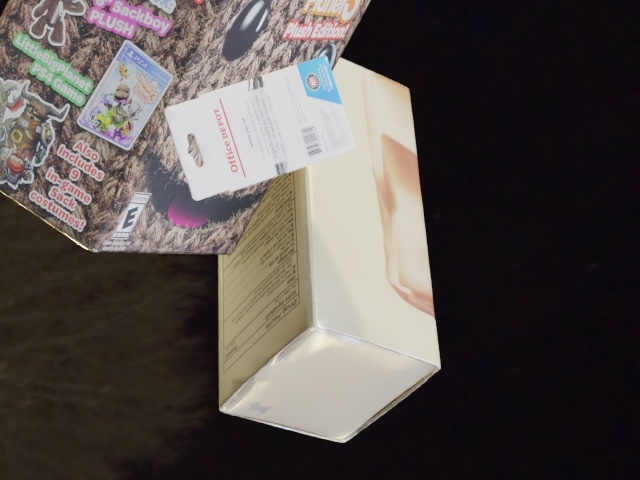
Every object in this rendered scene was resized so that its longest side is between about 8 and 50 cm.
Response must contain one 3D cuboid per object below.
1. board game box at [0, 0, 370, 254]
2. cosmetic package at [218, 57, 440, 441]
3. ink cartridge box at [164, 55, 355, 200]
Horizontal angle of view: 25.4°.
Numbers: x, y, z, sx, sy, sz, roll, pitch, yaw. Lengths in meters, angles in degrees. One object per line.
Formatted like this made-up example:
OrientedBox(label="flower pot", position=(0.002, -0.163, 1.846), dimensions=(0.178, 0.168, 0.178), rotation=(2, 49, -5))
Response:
OrientedBox(label="board game box", position=(-0.093, -0.148, 0.999), dimensions=(0.141, 0.232, 0.291), rotation=(32, -80, 17))
OrientedBox(label="cosmetic package", position=(0.000, 0.000, 1.206), dimensions=(0.153, 0.129, 0.296), rotation=(-42, -141, 42))
OrientedBox(label="ink cartridge box", position=(-0.031, -0.053, 0.680), dimensions=(0.028, 0.083, 0.048), rotation=(180, -109, -75))
